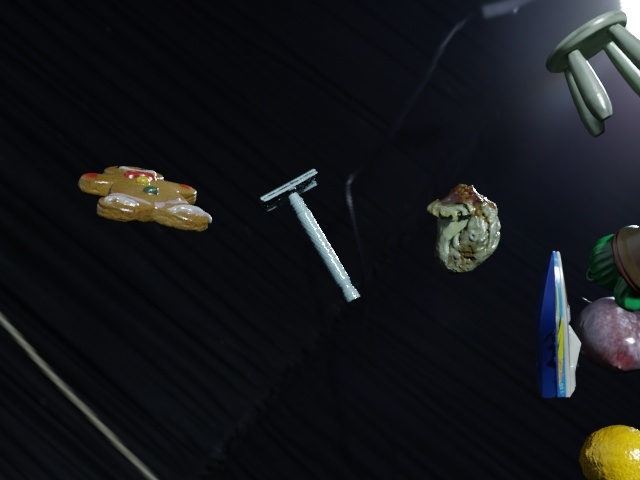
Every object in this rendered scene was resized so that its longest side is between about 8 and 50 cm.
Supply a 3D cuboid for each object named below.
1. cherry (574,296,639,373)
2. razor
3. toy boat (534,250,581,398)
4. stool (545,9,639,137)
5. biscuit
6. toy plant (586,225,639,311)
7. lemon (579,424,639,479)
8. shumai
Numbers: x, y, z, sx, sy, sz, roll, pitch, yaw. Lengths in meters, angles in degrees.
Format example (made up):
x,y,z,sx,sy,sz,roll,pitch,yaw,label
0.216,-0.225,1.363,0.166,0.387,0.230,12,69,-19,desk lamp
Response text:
x,y,z,sx,sy,sz,roll,pitch,yaw,label
0.770,0.245,2.143,0.266,0.213,0.183,-71,157,-57,cherry
0.000,0.000,1.394,0.106,0.232,0.068,-30,168,-8,razor
0.483,0.166,1.692,0.129,0.088,0.295,-55,141,-77,toy boat
0.620,-0.362,1.780,0.195,0.199,0.195,-33,166,7,stool
-0.428,-0.126,1.971,0.432,0.283,0.064,-132,-128,-64,biscuit
0.521,0.045,1.389,0.105,0.143,0.200,1,153,-22,toy plant
0.602,0.445,1.675,0.142,0.142,0.187,-47,-166,-31,lemon
0.296,-0.028,1.788,0.184,0.142,0.184,-45,-162,19,shumai
